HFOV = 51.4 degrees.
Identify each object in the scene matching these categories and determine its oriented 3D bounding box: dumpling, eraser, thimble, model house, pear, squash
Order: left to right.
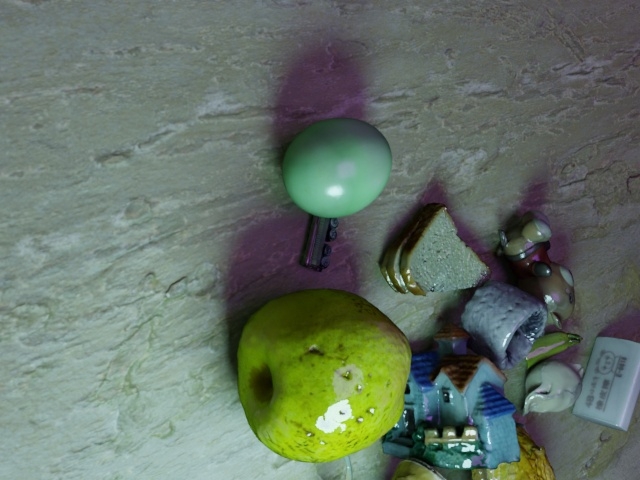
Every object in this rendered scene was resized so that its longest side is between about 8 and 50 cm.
[{"bbox_3d":[0.018,0.275,1.420,0.391,0.391,0.391,-1,92,-32],"label":"pear"},{"bbox_3d":[0.321,0.371,1.656,0.252,0.295,0.329,2,84,-29],"label":"model house"},{"bbox_3d":[0.491,0.223,1.790,0.245,0.157,0.217,14,107,-52],"label":"thimble"},{"bbox_3d":[0.675,0.446,1.972,0.258,0.193,0.147,-17,55,-39],"label":"dumpling"},{"bbox_3d":[0.695,0.317,2.016,0.200,0.075,0.090,-18,82,-9],"label":"squash"},{"bbox_3d":[0.918,0.447,2.099,0.095,0.174,0.270,31,76,-30],"label":"eraser"}]

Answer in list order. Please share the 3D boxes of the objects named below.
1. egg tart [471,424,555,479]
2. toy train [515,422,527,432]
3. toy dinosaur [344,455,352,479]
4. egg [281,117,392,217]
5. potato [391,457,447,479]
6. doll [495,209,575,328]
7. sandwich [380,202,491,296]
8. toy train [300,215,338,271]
[{"bbox_3d":[0.524,0.646,1.777,0.351,0.153,0.339,-22,94,-52],"label":"egg tart"},{"bbox_3d":[0.570,0.597,1.957,0.122,0.050,0.081,-26,100,-29],"label":"toy train"},{"bbox_3d":[0.054,0.634,1.552,0.205,0.092,0.393,-31,140,-43],"label":"toy dinosaur"},{"bbox_3d":[0.040,-0.165,1.501,0.270,0.220,0.220,-23,103,-38],"label":"egg"},{"bbox_3d":[0.195,0.751,1.560,0.296,0.290,0.397,-37,151,-28],"label":"potato"},{"bbox_3d":[0.618,0.088,1.904,0.174,0.235,0.330,-23,98,14],"label":"doll"},{"bbox_3d":[0.305,0.076,1.746,0.288,0.100,0.254,48,61,-24],"label":"sandwich"},{"bbox_3d":[0.000,0.000,1.587,0.071,0.038,0.148,18,81,-32],"label":"toy train"}]
